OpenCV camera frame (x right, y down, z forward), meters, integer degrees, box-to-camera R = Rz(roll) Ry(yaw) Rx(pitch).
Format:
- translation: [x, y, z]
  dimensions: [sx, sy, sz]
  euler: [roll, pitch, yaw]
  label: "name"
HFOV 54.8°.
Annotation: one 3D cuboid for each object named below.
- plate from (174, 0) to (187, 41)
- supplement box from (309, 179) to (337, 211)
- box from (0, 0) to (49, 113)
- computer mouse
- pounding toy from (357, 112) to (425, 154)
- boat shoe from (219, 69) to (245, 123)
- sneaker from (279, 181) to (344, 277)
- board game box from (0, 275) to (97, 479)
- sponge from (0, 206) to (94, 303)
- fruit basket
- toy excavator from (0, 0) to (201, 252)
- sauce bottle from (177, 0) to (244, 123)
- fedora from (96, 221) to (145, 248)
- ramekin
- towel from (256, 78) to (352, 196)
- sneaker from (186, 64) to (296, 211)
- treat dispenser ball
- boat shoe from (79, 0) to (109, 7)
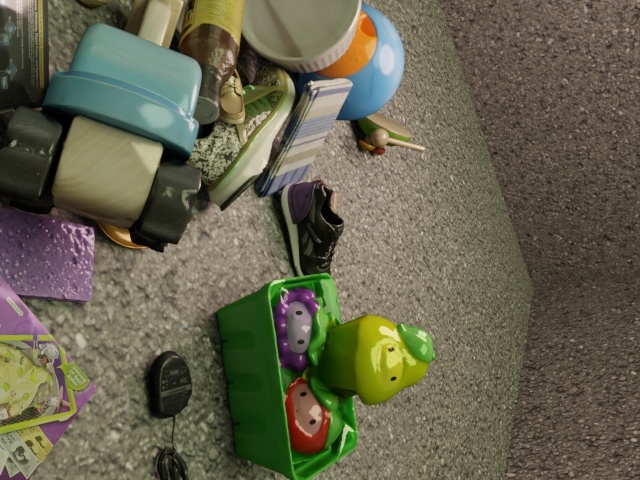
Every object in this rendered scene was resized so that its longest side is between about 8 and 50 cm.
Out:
- translation: [-0.270, -0.517, 1.255]
  dimensions: [0.278, 0.045, 0.277]
  euler: [56, 38, -34]
  label: "plate"
- translation: [0.004, -0.111, 1.585]
  dimensions: [0.083, 0.043, 0.055]
  euler: [40, 49, -48]
  label: "supplement box"
- translation: [-0.438, -0.331, 0.671]
  dimensions: [0.318, 0.097, 0.395]
  euler: [-42, 144, -63]
  label: "box"
- translation: [-0.254, 0.306, 1.038]
  dimensions: [0.071, 0.041, 0.242]
  euler: [1, 87, -50]
  label: "computer mouse"
- translation: [0.181, -0.301, 1.863]
  dimensions: [0.182, 0.110, 0.237]
  euler: [16, 25, -26]
  label: "pounding toy"
- translation: [-0.181, -0.292, 1.182]
  dimensions: [0.062, 0.059, 0.170]
  euler: [-5, 50, -22]
  label: "boat shoe"
- translation: [0.000, 0.000, 1.446]
  dimensions: [0.107, 0.124, 0.284]
  euler: [-50, 131, -53]
  label: "sneaker"
- translation: [-0.431, 0.138, 0.723]
  dimensions: [0.347, 0.056, 0.208]
  euler: [63, 38, -28]
  label: "board game box"
- translation: [-0.412, 0.021, 0.862]
  dimensions: [0.210, 0.031, 0.117]
  euler: [17, 67, -56]
  label: "sponge"
- translation: [0.019, 0.245, 1.186]
  dimensions: [0.282, 0.391, 0.393]
  euler: [-2, 83, -59]
  label: "fruit basket"
- translation: [-0.268, -0.225, 0.904]
  dimensions: [0.222, 0.433, 0.446]
  euler: [19, 80, -19]
  label: "toy excavator"
- translation: [-0.203, -0.365, 1.132]
  dimensions: [0.111, 0.111, 0.345]
  euler: [43, 38, -45]
  label: "sauce bottle"
- translation: [-0.296, -0.079, 1.039]
  dimensions: [0.194, 0.079, 0.195]
  euler: [26, 59, -54]
  label: "fedora"
- translation: [-0.040, -0.499, 1.365]
  dimensions: [0.127, 0.272, 0.273]
  euler: [38, 45, -79]
  label: "ramekin"
- translation: [-0.035, -0.236, 1.391]
  dimensions: [0.034, 0.285, 0.209]
  euler: [37, 29, 13]
  label: "towel"
- translation: [-0.176, -0.260, 1.256]
  dimensions: [0.182, 0.158, 0.411]
  euler: [38, 42, -25]
  label: "sneaker"
- translation: [0.066, -0.448, 1.554]
  dimensions: [0.288, 0.288, 0.289]
  euler: [26, 59, -54]
  label: "treat dispenser ball"
- translation: [-0.420, -0.522, 0.941]
  dimensions: [0.341, 0.110, 0.122]
  euler: [46, 44, -43]
  label: "boat shoe"
